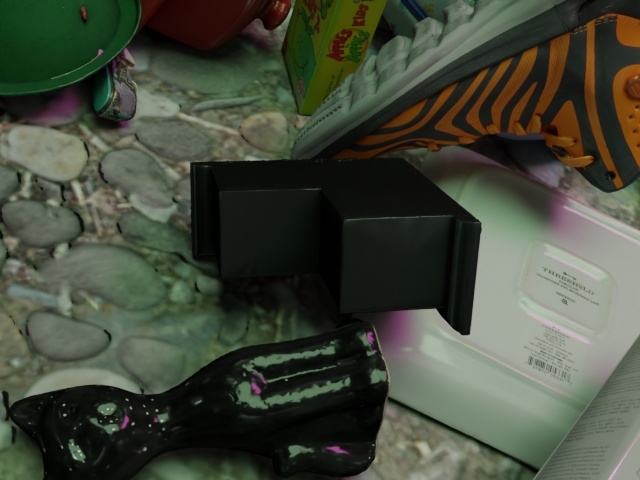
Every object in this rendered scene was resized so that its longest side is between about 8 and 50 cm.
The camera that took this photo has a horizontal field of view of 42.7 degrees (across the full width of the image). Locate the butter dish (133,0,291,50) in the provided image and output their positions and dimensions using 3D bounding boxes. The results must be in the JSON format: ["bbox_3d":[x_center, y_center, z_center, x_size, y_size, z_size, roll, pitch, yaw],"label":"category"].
[{"bbox_3d":[-0.078,-0.235,0.731,0.118,0.160,0.159,36,43,-21],"label":"butter dish"}]

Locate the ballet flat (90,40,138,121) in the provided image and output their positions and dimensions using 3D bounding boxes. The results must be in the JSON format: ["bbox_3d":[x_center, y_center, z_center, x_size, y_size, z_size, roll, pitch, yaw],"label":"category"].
[{"bbox_3d":[-0.171,-0.139,0.675,0.041,0.041,0.114,-2,52,-22],"label":"ballet flat"}]

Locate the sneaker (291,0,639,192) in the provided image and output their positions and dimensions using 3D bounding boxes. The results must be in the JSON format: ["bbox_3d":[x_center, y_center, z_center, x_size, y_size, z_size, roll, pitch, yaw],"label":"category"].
[{"bbox_3d":[0.141,-0.093,0.625,0.180,0.321,0.124,52,29,-20],"label":"sneaker"}]

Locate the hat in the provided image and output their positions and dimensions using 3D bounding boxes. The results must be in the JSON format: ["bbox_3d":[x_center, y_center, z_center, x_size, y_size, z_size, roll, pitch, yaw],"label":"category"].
[{"bbox_3d":[-0.235,-0.242,0.608,0.173,0.183,0.208,-10,50,-7],"label":"hat"}]

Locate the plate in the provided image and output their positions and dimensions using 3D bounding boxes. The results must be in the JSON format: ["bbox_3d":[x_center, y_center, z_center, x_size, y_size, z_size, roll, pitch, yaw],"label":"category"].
[{"bbox_3d":[0.182,0.048,0.635,0.277,0.045,0.278,27,47,2],"label":"plate"}]

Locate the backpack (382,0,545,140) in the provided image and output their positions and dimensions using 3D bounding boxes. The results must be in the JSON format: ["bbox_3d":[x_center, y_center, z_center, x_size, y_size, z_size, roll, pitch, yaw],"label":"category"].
[{"bbox_3d":[0.185,-0.259,0.785,0.290,0.273,0.355,-1,69,-27],"label":"backpack"}]

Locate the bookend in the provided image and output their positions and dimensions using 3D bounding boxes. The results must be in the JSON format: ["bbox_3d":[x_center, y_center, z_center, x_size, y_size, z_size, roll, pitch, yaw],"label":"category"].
[{"bbox_3d":[0.000,0.000,0.528,0.156,0.072,0.157,-2,20,-12],"label":"bookend"}]

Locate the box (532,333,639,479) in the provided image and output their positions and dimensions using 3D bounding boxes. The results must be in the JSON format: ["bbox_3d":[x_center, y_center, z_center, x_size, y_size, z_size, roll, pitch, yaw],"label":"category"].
[{"bbox_3d":[0.200,0.204,0.439,0.322,0.058,0.232,-35,96,-37],"label":"box"}]

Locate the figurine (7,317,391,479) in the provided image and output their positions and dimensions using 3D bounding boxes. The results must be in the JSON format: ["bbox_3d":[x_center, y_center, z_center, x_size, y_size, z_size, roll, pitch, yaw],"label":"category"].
[{"bbox_3d":[-0.050,0.158,0.438,0.210,0.092,0.214,-8,55,-16],"label":"figurine"}]

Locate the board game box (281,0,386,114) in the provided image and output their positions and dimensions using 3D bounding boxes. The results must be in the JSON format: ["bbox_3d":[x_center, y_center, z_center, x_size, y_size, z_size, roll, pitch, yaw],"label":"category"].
[{"bbox_3d":[0.015,-0.203,0.693,0.043,0.181,0.092,1,51,-19],"label":"board game box"}]
